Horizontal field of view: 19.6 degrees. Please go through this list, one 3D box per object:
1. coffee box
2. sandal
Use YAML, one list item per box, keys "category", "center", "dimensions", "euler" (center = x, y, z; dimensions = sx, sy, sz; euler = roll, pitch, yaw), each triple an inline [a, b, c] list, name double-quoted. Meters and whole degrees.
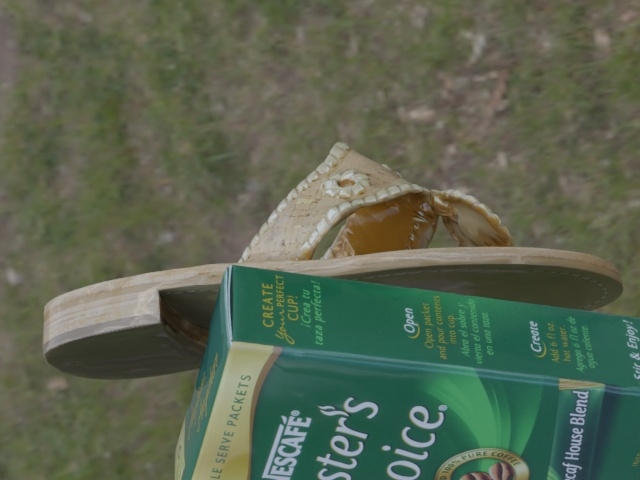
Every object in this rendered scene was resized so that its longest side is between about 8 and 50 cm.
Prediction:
- category: "coffee box"
  center: [0.044, 0.069, 0.671]
  dimensions: [0.113, 0.184, 0.040]
  euler: [110, 163, -44]
- category: "sandal"
  center: [-0.002, -0.002, 0.757]
  dimensions: [0.240, 0.088, 0.079]
  euler: [-9, 67, 15]
